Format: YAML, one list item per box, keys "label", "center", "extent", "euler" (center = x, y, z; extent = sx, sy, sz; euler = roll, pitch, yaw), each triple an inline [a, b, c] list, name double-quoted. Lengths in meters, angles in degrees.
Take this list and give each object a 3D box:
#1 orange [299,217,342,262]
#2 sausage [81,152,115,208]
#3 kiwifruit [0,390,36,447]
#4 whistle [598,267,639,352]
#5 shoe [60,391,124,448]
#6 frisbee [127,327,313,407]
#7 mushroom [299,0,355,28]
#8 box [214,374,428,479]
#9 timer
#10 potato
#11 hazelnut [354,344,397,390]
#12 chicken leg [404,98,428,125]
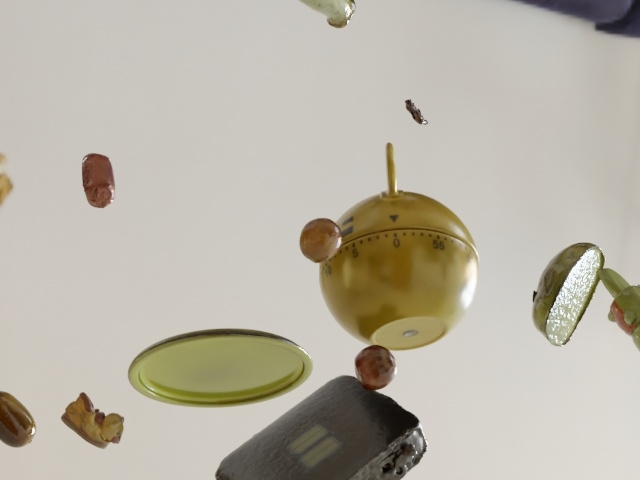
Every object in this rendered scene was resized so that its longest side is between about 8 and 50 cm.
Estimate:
- label: "orange"
  center: [0.000, 0.000, 1.614]
  extent: [0.085, 0.085, 0.085]
  euler: [4, -176, 0]
- label: "sausage"
  center: [-0.493, -0.136, 1.987]
  extent: [0.076, 0.141, 0.076]
  euler: [-11, 143, -8]
- label: "kiwifruit"
  center: [-0.593, 0.339, 1.697]
  extent: [0.124, 0.075, 0.075]
  euler: [46, -177, -2]
- label: "whistle"
  center: [0.691, 0.162, 1.921]
  extent: [0.131, 0.106, 0.288]
  euler: [6, -146, -31]
- label: "shoe"
  center: [-0.405, 0.321, 1.591]
  extent: [0.109, 0.069, 0.072]
  euler: [28, 174, 22]
- label: "frisbee"
  center: [-0.127, 0.166, 1.144]
  extent: [0.236, 0.017, 0.236]
  euler: [-5, 149, -3]
- label: "mushroom"
  center: [-0.026, -0.620, 2.170]
  extent: [0.081, 0.100, 0.312]
  euler: [-7, 157, 41]
- label: "box"
  center: [-0.003, 0.420, 1.738]
  extent: [0.359, 0.091, 0.350]
  euler: [-33, -158, -20]
- label: "timer"
  center: [0.158, 0.030, 1.905]
  extent: [0.376, 0.387, 0.376]
  euler: [-4, 148, -2]
- label: "potato"
  center: [0.601, 0.120, 2.244]
  extent: [0.160, 0.272, 0.111]
  euler: [18, -171, -43]
- label: "hazelnut"
  center: [0.103, 0.237, 1.667]
  extent: [0.086, 0.086, 0.086]
  euler: [4, -176, 0]
- label: "chicken leg"
  center: [0.197, -0.256, 1.823]
  extent: [0.083, 0.021, 0.036]
  euler: [43, -160, -35]
